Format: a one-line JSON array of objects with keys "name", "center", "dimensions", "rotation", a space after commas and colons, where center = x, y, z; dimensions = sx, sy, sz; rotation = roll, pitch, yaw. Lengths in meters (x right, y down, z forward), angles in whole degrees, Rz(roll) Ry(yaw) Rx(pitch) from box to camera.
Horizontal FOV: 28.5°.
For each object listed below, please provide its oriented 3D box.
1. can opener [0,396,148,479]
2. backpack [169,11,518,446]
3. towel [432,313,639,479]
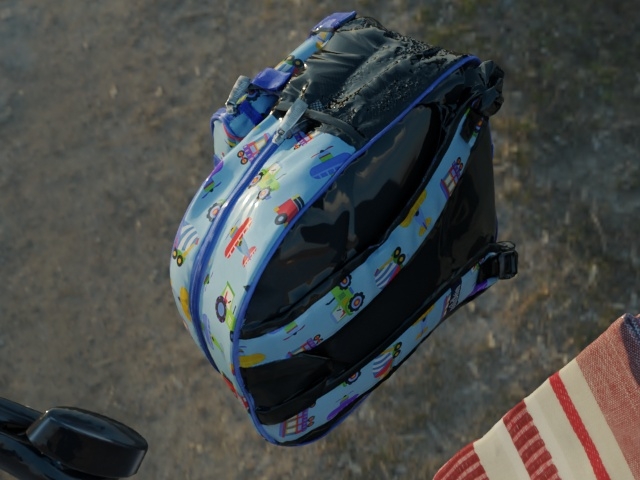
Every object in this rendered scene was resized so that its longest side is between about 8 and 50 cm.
[{"name": "can opener", "center": [-0.198, 0.110, 0.751], "dimensions": [0.186, 0.073, 0.059], "rotation": [22, 17, -20]}, {"name": "backpack", "center": [0.000, 0.000, 0.584], "dimensions": [0.117, 0.158, 0.173], "rotation": [29, 62, 31]}, {"name": "towel", "center": [0.165, 0.202, 0.716], "dimensions": [0.037, 0.329, 0.237], "rotation": [-15, 69, -22]}]
